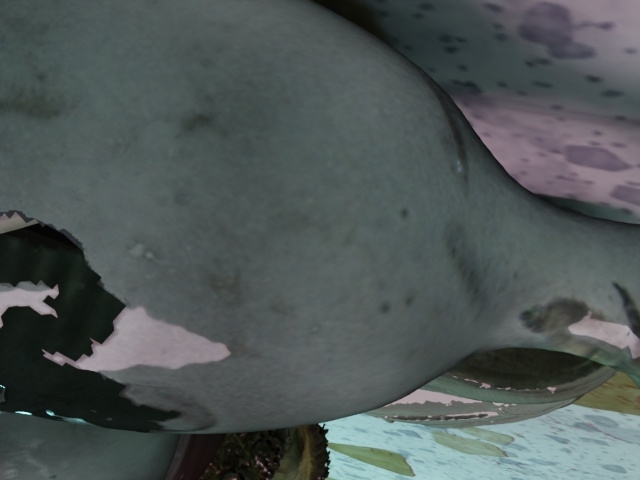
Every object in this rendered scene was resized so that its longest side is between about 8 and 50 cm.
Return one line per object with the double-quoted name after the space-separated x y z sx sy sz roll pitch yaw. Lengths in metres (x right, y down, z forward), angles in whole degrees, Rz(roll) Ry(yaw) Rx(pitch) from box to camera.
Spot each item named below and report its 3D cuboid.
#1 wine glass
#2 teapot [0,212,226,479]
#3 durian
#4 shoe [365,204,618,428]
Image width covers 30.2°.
0.003 -0.003 0.454 0.357 0.190 0.190 11 162 -1 "wine glass"
-0.192 0.063 0.804 0.312 0.233 0.315 16 135 -21 "teapot"
-0.091 0.195 1.142 0.196 0.167 0.196 31 166 9 "durian"
0.028 0.047 0.672 0.316 0.124 0.159 4 162 25 "shoe"
